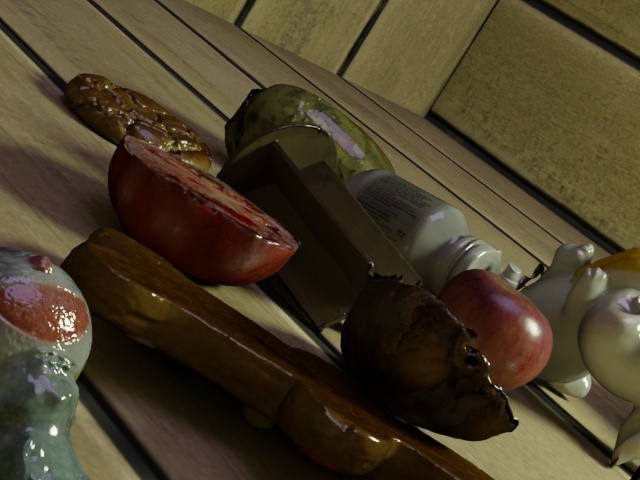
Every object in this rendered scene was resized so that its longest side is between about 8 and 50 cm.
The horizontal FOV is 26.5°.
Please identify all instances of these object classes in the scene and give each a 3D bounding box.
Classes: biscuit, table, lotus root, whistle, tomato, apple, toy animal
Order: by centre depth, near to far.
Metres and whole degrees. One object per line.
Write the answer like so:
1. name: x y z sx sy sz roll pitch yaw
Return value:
1. whistle: -0.177 0.084 0.805 0.123 0.123 0.223 17 33 -50
2. biscuit: -0.022 0.132 1.091 0.432 0.064 0.283 33 2 -4
3. lotus root: 0.069 0.116 1.241 0.167 0.078 0.329 61 -12 -2
4. tomato: -0.131 -0.021 1.398 0.225 0.085 0.225 29 9 -5
5. table: 0.000 0.000 1.523 0.167 0.167 0.226 18 27 -48
6. apple: 0.202 0.112 1.620 0.153 0.120 0.153 36 8 -6
7. toy animal: 0.367 0.133 1.712 0.183 0.247 0.310 -2 18 -42
8. biscuit: -0.236 -0.154 1.777 0.226 0.042 0.226 32 12 -8
9. lotus root: 0.007 -0.106 1.963 0.309 0.173 0.173 41 13 5

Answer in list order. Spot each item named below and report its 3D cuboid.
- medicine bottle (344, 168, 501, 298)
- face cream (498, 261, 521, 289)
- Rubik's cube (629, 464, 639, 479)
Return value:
1. medicine bottle: 0.124 0.005 1.763 0.215 0.135 0.135 31 9 33
2. face cream: 0.215 0.088 1.710 0.034 0.130 0.034 24 14 -7
3. Rubik's cube: 0.291 0.277 1.009 0.184 0.182 0.187 36 12 25
